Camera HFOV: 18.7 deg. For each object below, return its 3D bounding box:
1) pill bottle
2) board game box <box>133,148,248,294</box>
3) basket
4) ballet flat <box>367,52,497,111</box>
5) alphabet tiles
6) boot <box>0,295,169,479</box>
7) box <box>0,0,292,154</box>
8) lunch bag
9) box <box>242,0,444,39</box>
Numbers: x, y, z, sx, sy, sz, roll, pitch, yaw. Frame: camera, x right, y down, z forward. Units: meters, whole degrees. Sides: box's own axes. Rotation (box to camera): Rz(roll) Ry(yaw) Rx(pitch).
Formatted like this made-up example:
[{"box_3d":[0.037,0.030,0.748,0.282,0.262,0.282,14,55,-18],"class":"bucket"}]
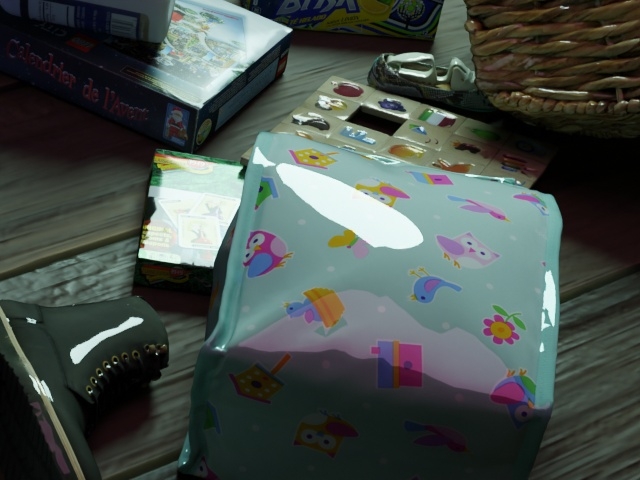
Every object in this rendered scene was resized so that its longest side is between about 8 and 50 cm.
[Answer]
[{"box_3d":[-0.195,-0.213,1.500,0.169,0.094,0.094,11,37,-2],"class":"pill bottle"},{"box_3d":[0.000,0.000,1.409,0.260,0.030,0.136,8,34,-6],"class":"board game box"},{"box_3d":[0.281,-0.189,1.575,0.299,0.213,0.223,-12,-9,18],"class":"basket"},{"box_3d":[0.097,-0.133,1.602,0.114,0.041,0.041,10,37,-4],"class":"ballet flat"},{"box_3d":[0.059,-0.058,1.480,0.198,0.009,0.237,19,29,14],"class":"alphabet tiles"},{"box_3d":[-0.138,0.094,1.212,0.137,0.077,0.198,-4,40,-29],"class":"boot"},{"box_3d":[-0.162,-0.164,1.563,0.233,0.044,0.159,24,38,16],"class":"box"},{"box_3d":[0.040,0.042,1.258,0.223,0.160,0.262,11,42,0],"class":"lunch bag"},{"box_3d":[0.019,-0.215,1.676,0.169,0.054,0.059,3,37,-11],"class":"box"}]
